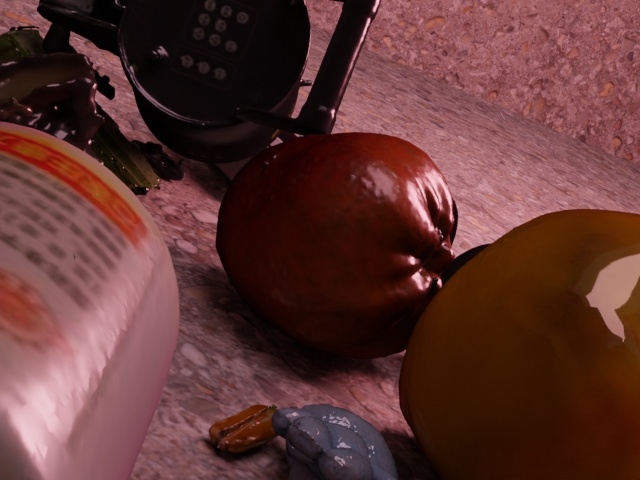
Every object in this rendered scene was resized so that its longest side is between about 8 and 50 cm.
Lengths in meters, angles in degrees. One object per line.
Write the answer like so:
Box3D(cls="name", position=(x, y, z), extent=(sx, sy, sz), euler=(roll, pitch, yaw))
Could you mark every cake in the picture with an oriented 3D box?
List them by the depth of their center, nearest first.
Box3D(cls="cake", position=(-0.288, -0.119, 1.181), extent=(0.235, 0.099, 0.100), euler=(48, 17, -1))

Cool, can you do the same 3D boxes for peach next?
Box3D(cls="peach", position=(0.216, 0.115, 0.852), extent=(0.289, 0.289, 0.308), euler=(24, -22, -9))

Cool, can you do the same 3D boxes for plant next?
Box3D(cls="plant", position=(-0.258, -0.056, 0.749), extent=(0.204, 0.234, 0.178), euler=(1, 26, -43))

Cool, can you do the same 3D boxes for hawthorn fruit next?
Box3D(cls="hawthorn fruit", position=(0.000, 0.000, 1.014), extent=(0.261, 0.224, 0.224), euler=(11, 9, 30))

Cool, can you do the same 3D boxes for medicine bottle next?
Box3D(cls="medicine bottle", position=(-0.195, 0.093, 0.442), extent=(0.219, 0.219, 0.388), euler=(25, 19, -6))

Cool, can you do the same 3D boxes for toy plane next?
Box3D(cls="toy plane", position=(-0.195, -0.098, 1.257), extent=(0.083, 0.031, 0.078), euler=(28, 5, 10))

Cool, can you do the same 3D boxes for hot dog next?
Box3D(cls="hot dog", position=(-0.055, 0.146, 0.808), extent=(0.037, 0.021, 0.083), euler=(25, 16, 27))

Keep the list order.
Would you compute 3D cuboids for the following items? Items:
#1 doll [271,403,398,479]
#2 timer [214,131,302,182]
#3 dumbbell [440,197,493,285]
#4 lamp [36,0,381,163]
Box3D(cls="doll", position=(0.004, 0.162, 0.737), extent=(0.120, 0.075, 0.180), euler=(42, 4, 13))
Box3D(cls="timer", position=(-0.056, -0.108, 1.403), extent=(0.178, 0.078, 0.253), euler=(11, 24, -42))
Box3D(cls="dumbbell", position=(0.127, 0.035, 1.158), extent=(0.152, 0.152, 0.218), euler=(10, 25, -42))
Box3D(cls="lamp", position=(-0.108, -0.200, 1.202), extent=(0.374, 0.205, 0.272), euler=(18, -8, 17))
